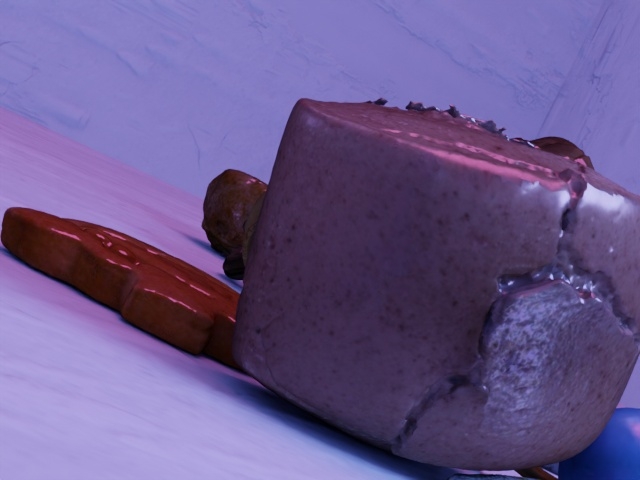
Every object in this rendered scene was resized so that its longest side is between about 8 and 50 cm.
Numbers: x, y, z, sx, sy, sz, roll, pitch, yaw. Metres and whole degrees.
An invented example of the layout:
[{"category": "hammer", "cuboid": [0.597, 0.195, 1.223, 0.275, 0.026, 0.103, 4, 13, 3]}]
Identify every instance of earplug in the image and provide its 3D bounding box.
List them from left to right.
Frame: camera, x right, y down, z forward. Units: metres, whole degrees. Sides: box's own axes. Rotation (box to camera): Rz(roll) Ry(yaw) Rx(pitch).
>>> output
[{"category": "earplug", "cuboid": [0.288, 0.199, 1.128, 0.132, 0.132, 0.273, 28, 6, 42]}]

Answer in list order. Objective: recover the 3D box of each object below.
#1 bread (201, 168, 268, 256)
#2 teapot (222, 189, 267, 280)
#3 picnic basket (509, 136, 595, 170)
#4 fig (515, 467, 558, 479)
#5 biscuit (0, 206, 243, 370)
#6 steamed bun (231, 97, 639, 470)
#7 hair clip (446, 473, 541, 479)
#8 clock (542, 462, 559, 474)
[{"category": "bread", "cuboid": [-0.075, -0.012, 2.053, 0.230, 0.123, 0.230, 28, -4, 2]}, {"category": "teapot", "cuboid": [0.000, 0.000, 1.662, 0.269, 0.173, 0.182, -12, 14, 45]}, {"category": "picnic basket", "cuboid": [0.289, 0.054, 1.613, 0.337, 0.337, 0.293, 26, 4, -13]}, {"category": "fig", "cuboid": [0.119, 0.134, 1.131, 0.245, 0.149, 0.149, 46, 5, 9]}, {"category": "biscuit", "cuboid": [-0.116, 0.039, 1.128, 0.284, 0.043, 0.306, 26, 2, -6]}, {"category": "steamed bun", "cuboid": [0.105, 0.037, 0.953, 0.301, 0.251, 0.199, 13, 3, -22]}, {"category": "hair clip", "cuboid": [0.183, 0.197, 0.975, 0.229, 0.036, 0.066, 26, -5, -25]}, {"category": "clock", "cuboid": [0.226, 0.215, 1.395, 0.085, 0.017, 0.085, 26, 2, -1]}]
